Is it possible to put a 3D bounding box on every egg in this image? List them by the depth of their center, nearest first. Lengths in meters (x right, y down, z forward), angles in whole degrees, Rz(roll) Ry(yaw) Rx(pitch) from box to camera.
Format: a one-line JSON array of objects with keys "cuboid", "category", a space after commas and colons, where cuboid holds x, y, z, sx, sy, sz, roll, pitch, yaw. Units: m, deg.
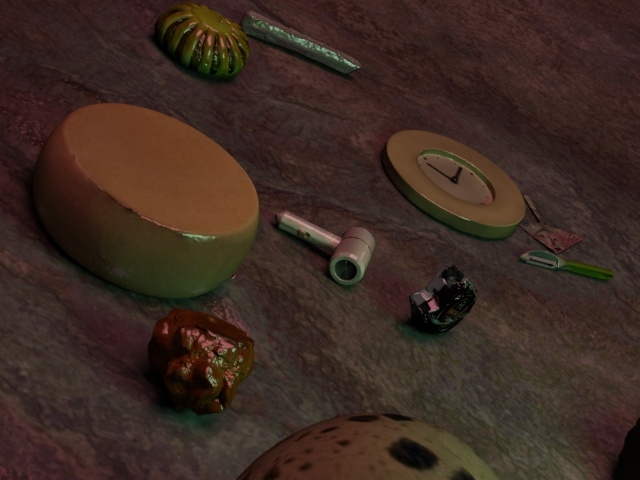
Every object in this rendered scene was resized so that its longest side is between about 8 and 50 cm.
[{"cuboid": [0.040, 0.293, 1.321, 0.287, 0.287, 0.379, 38, 26, 10], "category": "egg"}]

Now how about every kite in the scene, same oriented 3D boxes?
[{"cuboid": [0.345, -0.024, 2.401, 0.137, 0.005, 0.152, 19, 31, -20], "category": "kite"}]

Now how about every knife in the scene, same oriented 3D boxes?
[{"cuboid": [0.364, 0.035, 2.314, 0.184, 0.022, 0.026, 13, 60, -30], "category": "knife"}]

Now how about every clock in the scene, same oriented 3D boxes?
[{"cuboid": [0.198, -0.085, 2.332, 0.235, 0.029, 0.235, 21, 30, -13], "category": "clock"}]

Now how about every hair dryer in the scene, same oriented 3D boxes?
[{"cuboid": [0.000, 0.000, 1.993, 0.137, 0.047, 0.082, 27, 29, 2], "category": "hair dryer"}]

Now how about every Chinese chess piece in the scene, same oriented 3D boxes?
[{"cuboid": [-0.200, -0.048, 1.809, 0.273, 0.102, 0.273, 23, 30, -14], "category": "Chinese chess piece"}]

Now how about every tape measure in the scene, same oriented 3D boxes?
[{"cuboid": [0.154, 0.078, 1.969, 0.054, 0.091, 0.094, 48, 1, 25], "category": "tape measure"}]

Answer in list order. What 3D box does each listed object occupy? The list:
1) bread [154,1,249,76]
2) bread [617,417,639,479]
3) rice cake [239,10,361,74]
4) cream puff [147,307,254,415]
[{"cuboid": [-0.167, -0.293, 2.254, 0.139, 0.071, 0.130, 40, 34, 15], "category": "bread"}, {"cuboid": [0.545, 0.336, 1.915, 0.382, 0.129, 0.366, 36, 31, 8], "category": "bread"}, {"cuboid": [-0.031, -0.306, 2.444, 0.208, 0.033, 0.033, 22, 29, -19], "category": "rice cake"}, {"cuboid": [-0.125, 0.129, 1.626, 0.116, 0.094, 0.122, 15, 10, -35], "category": "cream puff"}]
